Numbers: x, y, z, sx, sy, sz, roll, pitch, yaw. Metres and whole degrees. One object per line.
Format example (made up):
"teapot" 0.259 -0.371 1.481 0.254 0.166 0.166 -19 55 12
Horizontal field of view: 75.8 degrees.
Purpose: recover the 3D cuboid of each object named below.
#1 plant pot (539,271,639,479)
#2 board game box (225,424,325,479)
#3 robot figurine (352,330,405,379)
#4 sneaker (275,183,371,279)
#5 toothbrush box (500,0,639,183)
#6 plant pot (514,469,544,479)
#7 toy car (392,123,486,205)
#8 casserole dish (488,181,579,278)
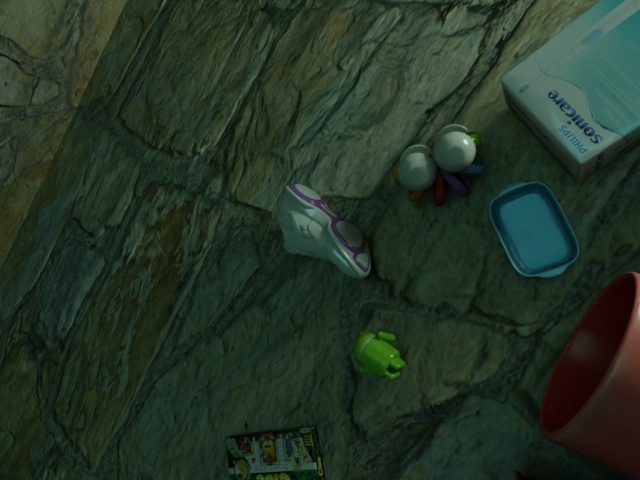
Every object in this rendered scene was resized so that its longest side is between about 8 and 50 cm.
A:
"plant pot" 0.479 0.211 0.549 0.243 0.275 0.274 27 95 23
"board game box" -0.112 0.520 0.967 0.260 0.030 0.136 -20 73 26
"robot figurine" 0.118 0.239 0.858 0.115 0.067 0.101 31 105 32
"sneaker" 0.000 0.000 0.967 0.305 0.114 0.152 47 119 33
"toothbrush box" 0.502 -0.277 0.691 0.296 0.126 0.216 -38 65 19
"plant pot" 0.417 0.464 0.537 0.266 0.272 0.271 -8 77 22
"toy car" 0.244 -0.141 0.825 0.182 0.159 0.136 -28 102 23
"casserole dish" 0.392 -0.019 0.761 0.114 0.037 0.188 -26 69 24
